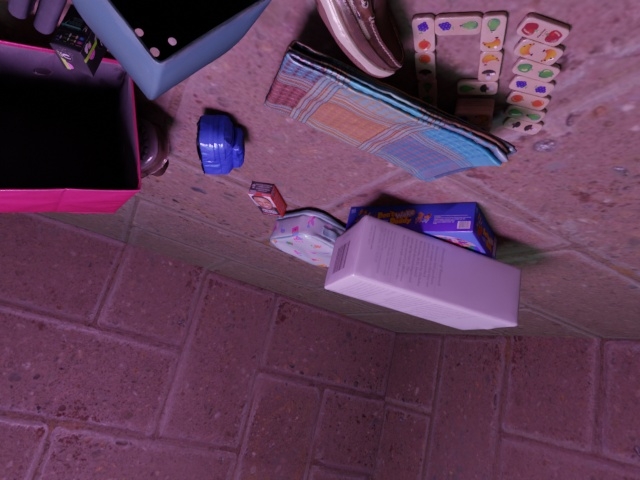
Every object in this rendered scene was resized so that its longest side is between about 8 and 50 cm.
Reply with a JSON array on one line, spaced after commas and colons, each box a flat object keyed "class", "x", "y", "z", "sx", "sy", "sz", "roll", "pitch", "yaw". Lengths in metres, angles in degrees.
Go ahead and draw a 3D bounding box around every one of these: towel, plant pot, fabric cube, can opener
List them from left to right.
[{"class": "can opener", "x": -0.396, "y": -0.364, "z": 0.586, "sx": 0.076, "sy": 0.095, "sz": 0.283, "roll": 28, "pitch": 157, "yaw": -35}, {"class": "fabric cube", "x": -0.520, "y": -0.195, "z": 0.817, "sx": 0.259, "sy": 0.254, "sz": 0.258, "roll": -4, "pitch": 177, "yaw": -36}, {"class": "plant pot", "x": -0.195, "y": -0.280, "z": 0.515, "sx": 0.166, "sy": 0.165, "sz": 0.234, "roll": 52, "pitch": 160, "yaw": -14}, {"class": "towel", "x": 0.093, "y": -0.193, "z": 0.710, "sx": 0.370, "sy": 0.040, "sz": 0.271, "roll": 20, "pitch": 177, "yaw": -14}]

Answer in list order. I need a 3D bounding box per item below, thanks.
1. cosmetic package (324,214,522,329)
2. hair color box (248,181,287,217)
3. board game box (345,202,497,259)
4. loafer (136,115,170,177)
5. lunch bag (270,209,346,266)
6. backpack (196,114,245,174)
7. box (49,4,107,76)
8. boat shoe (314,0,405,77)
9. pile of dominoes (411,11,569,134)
[{"class": "cosmetic package", "x": 0.266, "y": 0.101, "z": 1.112, "sx": 0.453, "sy": 0.162, "sz": 0.230, "roll": 19, "pitch": 162, "yaw": -12}, {"class": "hair color box", "x": -0.153, "y": -0.118, "z": 1.225, "sx": 0.072, "sy": 0.043, "sz": 0.141, "roll": 10, "pitch": 161, "yaw": 16}, {"class": "board game box", "x": 0.277, "y": -0.013, "z": 1.154, "sx": 0.347, "sy": 0.078, "sz": 0.233, "roll": 1, "pitch": 158, "yaw": 35}, {"class": "loafer", "x": -0.439, "y": -0.223, "z": 1.041, "sx": 0.130, "sy": 0.134, "sz": 0.366, "roll": -1, "pitch": -175, "yaw": -37}, {"class": "lunch bag", "x": 0.000, "y": 0.000, "z": 1.359, "sx": 0.279, "sy": 0.108, "sz": 0.224, "roll": 27, "pitch": 155, "yaw": -37}, {"class": "backpack", "x": -0.217, "y": -0.215, "z": 0.907, "sx": 0.101, "sy": 0.098, "sz": 0.120, "roll": -6, "pitch": 154, "yaw": -5}, {"class": "box", "x": -0.398, "y": -0.333, "z": 0.700, "sx": 0.052, "sy": 0.083, "sz": 0.062, "roll": 16, "pitch": 162, "yaw": -5}, {"class": "boat shoe", "x": 0.045, "y": -0.292, "z": 0.477, "sx": 0.095, "sy": 0.095, "sz": 0.257, "roll": -12, "pitch": 151, "yaw": 36}, {"class": "pile of dominoes", "x": 0.240, "y": -0.221, "z": 0.621, "sx": 0.196, "sy": 0.040, "sz": 0.251, "roll": 8, "pitch": 161, "yaw": 20}]
